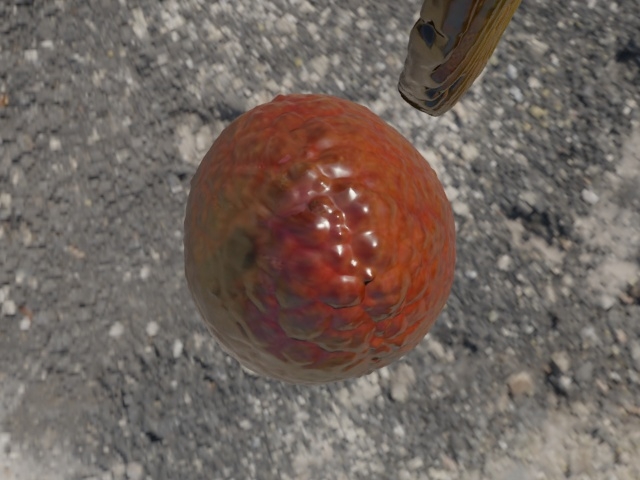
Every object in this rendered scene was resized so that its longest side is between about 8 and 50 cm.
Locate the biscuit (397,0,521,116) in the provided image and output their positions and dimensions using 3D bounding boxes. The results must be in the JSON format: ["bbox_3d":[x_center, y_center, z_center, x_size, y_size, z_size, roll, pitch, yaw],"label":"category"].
[{"bbox_3d":[0.090,-0.141,0.521,0.031,0.228,0.176,31,64,8],"label":"biscuit"}]

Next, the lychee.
[{"bbox_3d":[0.000,0.000,1.074,0.255,0.300,0.255,0,101,-1],"label":"lychee"}]
